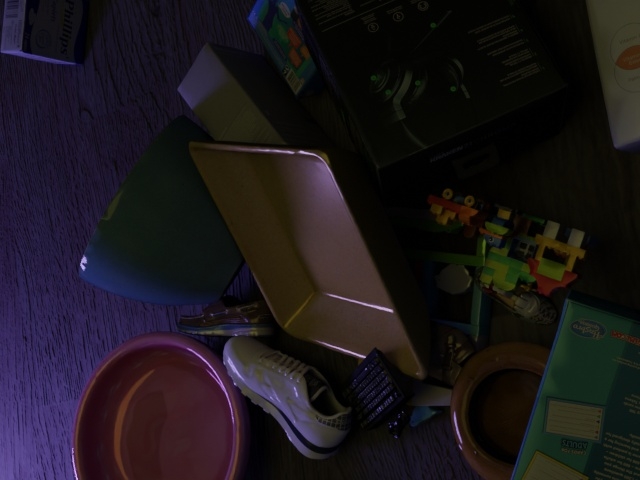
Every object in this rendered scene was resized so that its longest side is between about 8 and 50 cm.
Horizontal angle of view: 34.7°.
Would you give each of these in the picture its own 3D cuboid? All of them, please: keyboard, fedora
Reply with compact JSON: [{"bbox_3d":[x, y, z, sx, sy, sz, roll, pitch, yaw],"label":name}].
[{"bbox_3d":[0.078,0.214,1.366,0.108,0.023,0.180,52,156,11],"label":"keyboard"},{"bbox_3d":[0.254,0.212,1.246,0.194,0.079,0.195,-2,87,39],"label":"fedora"}]

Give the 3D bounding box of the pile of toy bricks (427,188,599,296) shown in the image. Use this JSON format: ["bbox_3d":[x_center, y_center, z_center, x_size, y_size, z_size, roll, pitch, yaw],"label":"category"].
[{"bbox_3d":[0.225,0.017,1.228,0.212,0.118,0.105,22,95,35],"label":"pile of toy bricks"}]

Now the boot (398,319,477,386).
[{"bbox_3d":[0.148,0.162,1.323,0.087,0.042,0.119,37,111,33],"label":"boot"}]

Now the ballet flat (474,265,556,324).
[{"bbox_3d":[0.239,0.070,1.272,0.114,0.041,0.041,33,110,18],"label":"ballet flat"}]

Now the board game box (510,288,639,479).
[{"bbox_3d":[0.343,0.252,1.111,0.253,0.079,0.336,18,101,15],"label":"board game box"}]

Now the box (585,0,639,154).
[{"bbox_3d":[0.409,-0.281,1.080,0.215,0.168,0.346,-15,79,39],"label":"box"}]

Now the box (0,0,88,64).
[{"bbox_3d":[-0.505,-0.395,1.879,0.072,0.137,0.126,8,93,39],"label":"box"}]

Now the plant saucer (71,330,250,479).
[{"bbox_3d":[-0.243,0.313,1.625,0.332,0.084,0.332,-6,77,28],"label":"plant saucer"}]

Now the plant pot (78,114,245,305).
[{"bbox_3d":[-0.201,-0.014,1.546,0.195,0.290,0.290,32,113,0],"label":"plant pot"}]

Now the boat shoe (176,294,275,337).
[{"bbox_3d":[-0.146,0.119,1.607,0.183,0.066,0.066,-1,82,30],"label":"boat shoe"}]

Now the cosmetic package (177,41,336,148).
[{"bbox_3d":[-0.096,-0.180,1.532,0.107,0.127,0.238,-50,61,28],"label":"cosmetic package"}]

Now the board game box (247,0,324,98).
[{"bbox_3d":[-0.013,-0.330,1.466,0.160,0.047,0.210,60,142,15],"label":"board game box"}]

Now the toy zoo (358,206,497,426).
[{"bbox_3d":[0.140,0.104,1.380,0.192,0.030,0.293,7,92,40],"label":"toy zoo"}]

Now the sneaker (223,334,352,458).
[{"bbox_3d":[-0.045,0.206,1.485,0.235,0.090,0.095,39,130,22],"label":"sneaker"}]

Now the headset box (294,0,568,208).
[{"bbox_3d":[0.137,-0.209,1.261,0.246,0.131,0.283,-25,69,-1],"label":"headset box"}]

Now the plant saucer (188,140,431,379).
[{"bbox_3d":[0.000,0.000,1.347,0.332,0.081,0.333,10,132,53],"label":"plant saucer"}]
